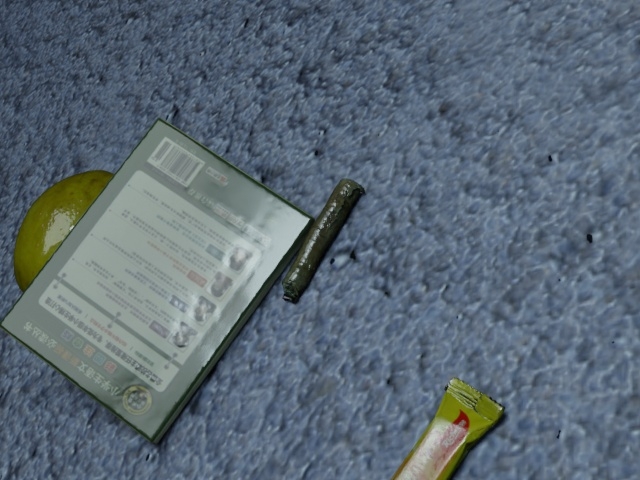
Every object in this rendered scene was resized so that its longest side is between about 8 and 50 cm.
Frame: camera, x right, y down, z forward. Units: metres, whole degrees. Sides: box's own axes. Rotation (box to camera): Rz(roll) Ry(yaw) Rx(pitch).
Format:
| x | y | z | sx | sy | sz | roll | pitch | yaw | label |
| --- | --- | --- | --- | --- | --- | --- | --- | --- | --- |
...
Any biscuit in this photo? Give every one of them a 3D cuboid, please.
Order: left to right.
| x | y | z | sx | sy | sz | roll | pitch | yaw | label |
| --- | --- | --- | --- | --- | --- | --- | --- | --- | --- |
| 0.031 | 0.227 | 0.639 | 0.048 | 0.026 | 0.292 | 32 | 82 | 32 | biscuit |

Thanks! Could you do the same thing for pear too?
| x | y | z | sx | sy | sz | roll | pitch | yaw | label |
| --- | --- | --- | --- | --- | --- | --- | --- | --- | --- |
| -0.255 | 0.005 | 0.997 | 0.149 | 0.149 | 0.162 | 18 | 75 | 49 | pear |

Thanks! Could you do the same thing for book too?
| x | y | z | sx | sy | sz | roll | pitch | yaw | label |
| --- | --- | --- | --- | --- | --- | --- | --- | --- | --- |
| -0.160 | 0.033 | 0.892 | 0.202 | 0.027 | 0.264 | 33 | 82 | 13 | book |

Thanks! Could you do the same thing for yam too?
| x | y | z | sx | sy | sz | roll | pitch | yaw | label |
| --- | --- | --- | --- | --- | --- | --- | --- | --- | --- |
| 0.000 | 0.000 | 0.858 | 0.033 | 0.027 | 0.129 | 12 | 68 | 49 | yam |
